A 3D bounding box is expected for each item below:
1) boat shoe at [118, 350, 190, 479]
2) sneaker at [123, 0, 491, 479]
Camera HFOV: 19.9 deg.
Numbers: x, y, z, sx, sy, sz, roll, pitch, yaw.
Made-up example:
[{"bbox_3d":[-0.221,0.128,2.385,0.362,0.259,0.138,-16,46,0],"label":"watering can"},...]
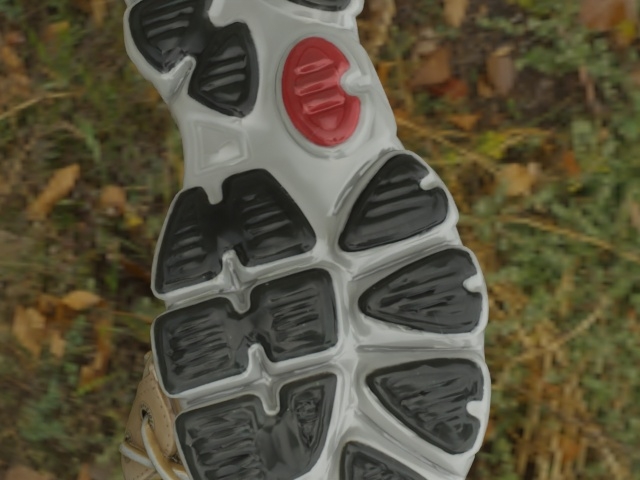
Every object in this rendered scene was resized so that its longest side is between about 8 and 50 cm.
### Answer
[{"bbox_3d":[-0.025,0.084,0.808,0.122,0.341,0.110,37,83,8],"label":"boat shoe"},{"bbox_3d":[0.000,0.000,0.407,0.068,0.071,0.170,-13,58,5],"label":"sneaker"}]
